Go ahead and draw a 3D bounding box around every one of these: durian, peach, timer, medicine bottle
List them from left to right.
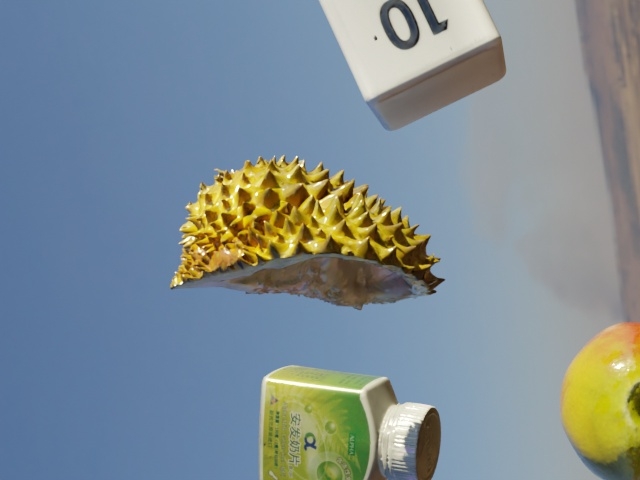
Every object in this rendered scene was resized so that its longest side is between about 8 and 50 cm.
[{"bbox_3d":[-0.003,-0.008,1.041,0.249,0.183,0.138,15,-123,-27],"label":"durian"},{"bbox_3d":[0.032,0.215,1.252,0.088,0.188,0.132,-8,-79,-66],"label":"medicine bottle"},{"bbox_3d":[0.125,-0.287,1.532,0.195,0.192,0.194,66,-172,11],"label":"timer"},{"bbox_3d":[0.425,0.220,1.491,0.231,0.230,0.231,-7,-90,-75],"label":"peach"}]
